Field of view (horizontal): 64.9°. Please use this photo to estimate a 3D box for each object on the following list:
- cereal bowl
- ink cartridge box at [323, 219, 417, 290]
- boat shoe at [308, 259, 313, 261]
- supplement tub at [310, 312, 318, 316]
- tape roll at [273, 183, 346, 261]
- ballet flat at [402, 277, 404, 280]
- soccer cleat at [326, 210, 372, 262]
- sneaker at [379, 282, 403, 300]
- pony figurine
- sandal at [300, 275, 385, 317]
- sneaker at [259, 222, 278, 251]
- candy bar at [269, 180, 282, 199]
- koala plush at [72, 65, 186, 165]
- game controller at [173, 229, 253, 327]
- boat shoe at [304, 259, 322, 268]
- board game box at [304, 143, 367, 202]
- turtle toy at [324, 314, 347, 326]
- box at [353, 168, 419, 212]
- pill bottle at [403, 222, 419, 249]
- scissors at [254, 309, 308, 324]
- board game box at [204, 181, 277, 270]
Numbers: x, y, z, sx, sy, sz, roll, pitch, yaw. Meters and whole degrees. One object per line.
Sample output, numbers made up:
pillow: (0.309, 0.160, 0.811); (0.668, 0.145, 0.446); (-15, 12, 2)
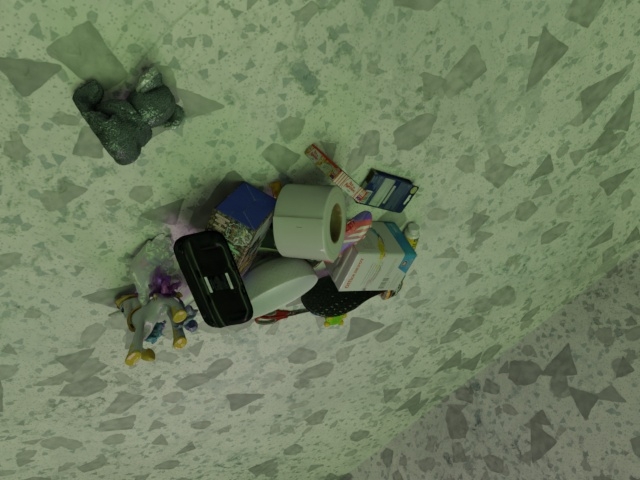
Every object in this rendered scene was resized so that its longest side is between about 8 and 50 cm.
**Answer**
cereal bowl: (-0.186, 0.155, 1.837); (0.338, 0.141, 0.339); (-27, 163, -9)
ink cartridge box: (0.180, 0.058, 1.929); (0.270, 0.197, 0.198); (2, 131, -29)
boat shoe: (-0.066, 0.038, 1.829); (0.049, 0.137, 0.043); (-14, 134, -42)
supplement tub: (-0.008, 0.265, 2.130); (0.071, 0.071, 0.107); (-10, 134, -19)
tape roll: (-0.028, -0.060, 1.634); (0.169, 0.246, 0.246); (5, 141, 18)
ballet flat: (0.312, 0.070, 2.079); (0.074, 0.074, 0.203); (-15, 115, -14)
soccer cleat: (0.077, -0.018, 1.758); (0.095, 0.083, 0.248); (28, 118, -38)
sneaker: (0.329, 0.179, 2.221); (0.083, 0.084, 0.215); (-6, 143, -27)
pony figurine: (-0.527, 0.203, 1.643); (0.351, 0.363, 0.303); (-43, 130, -6)
sandal: (0.123, 0.207, 2.071); (0.445, 0.168, 0.107); (-15, 168, -24)
sneaker: (-0.159, -0.027, 1.754); (0.222, 0.083, 0.118); (-3, 132, -24)
candy bar: (-0.140, -0.134, 1.707); (0.040, 0.018, 0.161); (-17, 137, -7)
koala plush: (-0.455, -0.313, 1.257); (0.221, 0.203, 0.196); (-34, 140, -11)
game controller: (-0.316, 0.122, 1.505); (0.166, 0.067, 0.319); (-14, 113, 8)
boat shoe: (0.000, 0.000, 1.854); (0.112, 0.095, 0.335); (-1, 131, -27)
board game box: (0.047, -0.213, 1.594); (0.045, 0.193, 0.146); (-48, 136, 8)
turtle toy: (0.063, 0.325, 2.229); (0.095, 0.066, 0.130); (-1, 131, -26)
box: (0.244, -0.177, 1.852); (0.225, 0.036, 0.136); (11, 126, -34)
pill bottle: (0.369, -0.012, 2.058); (0.065, 0.065, 0.116); (-10, 135, -19)
scissors: (-0.137, 0.320, 2.159); (0.297, 0.021, 0.109); (5, 126, -33)
board game box: (-0.272, 0.001, 1.589); (0.141, 0.232, 0.291); (29, 120, 1)
